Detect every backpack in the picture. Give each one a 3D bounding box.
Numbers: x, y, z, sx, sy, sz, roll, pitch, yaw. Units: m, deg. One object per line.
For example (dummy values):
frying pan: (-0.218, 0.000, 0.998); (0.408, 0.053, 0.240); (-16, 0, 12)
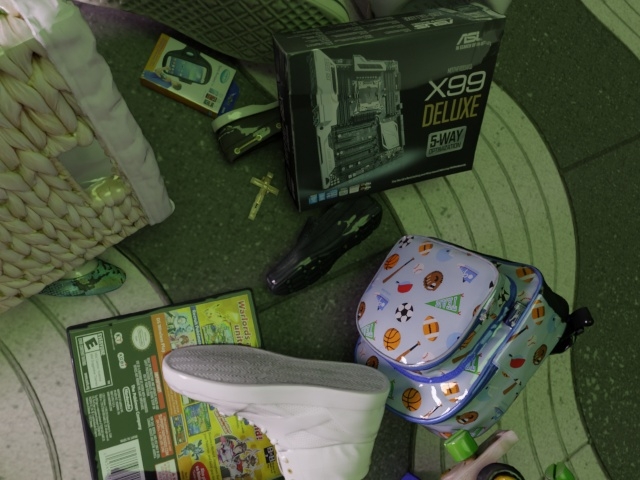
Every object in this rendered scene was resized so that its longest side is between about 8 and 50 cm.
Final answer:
backpack: (0.178, 0.135, 0.648); (0.213, 0.276, 0.264); (29, 87, -30)

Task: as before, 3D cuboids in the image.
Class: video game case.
video game case: (-0.190, 0.226, 0.626); (0.248, 0.035, 0.275); (-11, 86, -20)

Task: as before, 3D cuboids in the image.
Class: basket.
basket: (-0.363, -0.135, 0.425); (0.266, 0.328, 0.331); (-37, 78, -18)

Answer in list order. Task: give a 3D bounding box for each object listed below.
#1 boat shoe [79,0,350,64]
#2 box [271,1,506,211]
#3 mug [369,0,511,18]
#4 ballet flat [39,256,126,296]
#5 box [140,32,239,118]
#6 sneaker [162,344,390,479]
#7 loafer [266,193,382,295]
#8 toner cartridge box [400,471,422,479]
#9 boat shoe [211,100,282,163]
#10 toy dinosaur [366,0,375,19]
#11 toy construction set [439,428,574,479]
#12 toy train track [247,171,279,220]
boat shoe: (-0.191, -0.388, 0.622); (0.499, 0.187, 0.156); (15, 73, -8)
box: (0.095, -0.190, 0.660); (0.307, 0.243, 0.077); (-14, 45, -13)
mug: (0.224, -0.478, 0.758); (0.374, 0.276, 0.329); (19, 71, -51)
ballet flat: (-0.349, 0.036, 0.571); (0.188, 0.070, 0.070); (-1, 83, -20)
box: (-0.193, -0.246, 0.690); (0.136, 0.028, 0.081); (22, 75, -13)
sneaker: (-0.067, 0.239, 0.589); (0.292, 0.108, 0.169); (9, 105, 4)
loafer: (0.000, 0.000, 0.710); (0.223, 0.076, 0.078); (-39, 62, -17)
toner cartridge box: (0.075, 0.537, 0.658); (0.347, 0.075, 0.165); (-38, 95, -20)
boat shoe: (-0.052, -0.185, 0.708); (0.227, 0.081, 0.069); (-22, 93, -14)
toy dinosaur: (0.131, -0.293, 0.795); (0.118, 0.064, 0.268); (-40, 94, -34)
toy construction set: (0.189, 0.374, 0.586); (0.308, 0.257, 0.237); (-37, 84, 6)
toy train track: (-0.093, -0.071, 0.710); (0.048, 0.014, 0.083); (25, 76, -15)
